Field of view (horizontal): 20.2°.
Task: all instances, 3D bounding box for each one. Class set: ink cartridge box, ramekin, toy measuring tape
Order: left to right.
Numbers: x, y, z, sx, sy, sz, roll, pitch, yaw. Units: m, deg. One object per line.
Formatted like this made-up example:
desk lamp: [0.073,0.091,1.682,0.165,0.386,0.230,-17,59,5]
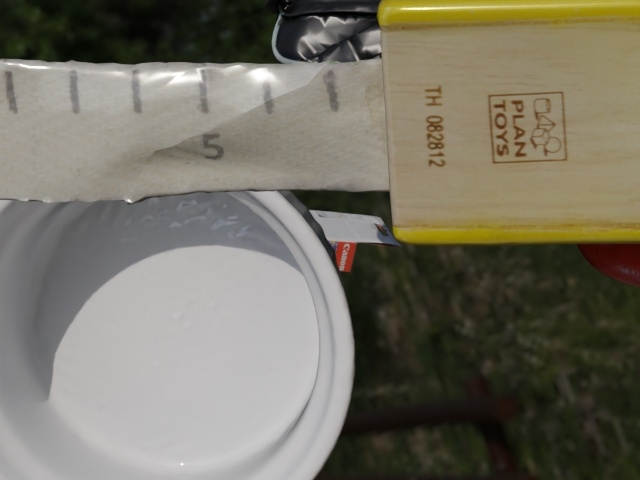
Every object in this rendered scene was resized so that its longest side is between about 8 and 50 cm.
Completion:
ramekin: [-0.109,0.063,1.218,0.277,0.277,0.135,-20,6,9]
ink cartridge box: [0.000,0.000,1.425,0.115,0.029,0.063,5,22,-18]
toy measuring tape: [0.039,-0.046,0.492,0.330,0.121,0.121,-1,3,9]

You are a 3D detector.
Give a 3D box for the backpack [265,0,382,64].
backpack: [0.116,-0.153,1.252,0.253,0.225,0.191,4,-32,25]
